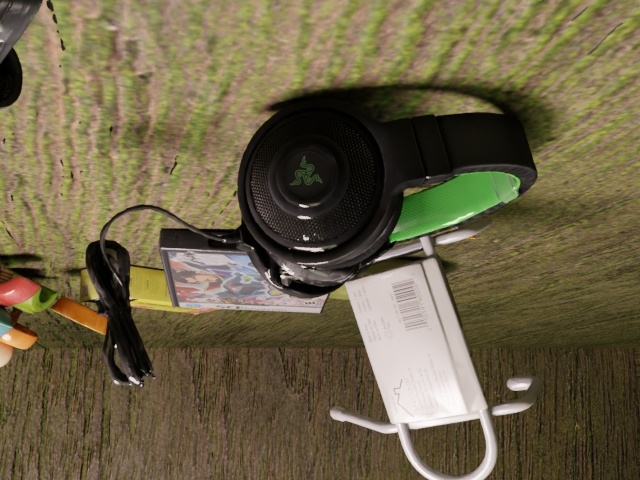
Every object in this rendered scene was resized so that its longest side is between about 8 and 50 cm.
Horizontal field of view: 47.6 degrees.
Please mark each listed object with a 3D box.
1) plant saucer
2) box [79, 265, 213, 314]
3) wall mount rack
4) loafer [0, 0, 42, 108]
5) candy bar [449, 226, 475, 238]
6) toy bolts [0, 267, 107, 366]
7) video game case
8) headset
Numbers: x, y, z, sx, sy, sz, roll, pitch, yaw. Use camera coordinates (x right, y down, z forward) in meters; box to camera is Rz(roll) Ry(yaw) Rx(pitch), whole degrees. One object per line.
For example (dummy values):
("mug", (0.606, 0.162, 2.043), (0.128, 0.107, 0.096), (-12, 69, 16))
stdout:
("plant saucer", (0.099, 0.067, 1.243), (0.241, 0.037, 0.241), (-2, 167, 0))
("box", (-0.284, 0.085, 1.238), (0.087, 0.058, 0.232), (-14, 162, 41))
("wall mount rack", (0.086, 0.115, 0.877), (0.304, 0.350, 0.130), (-17, -178, 28))
("loafer", (-0.222, -0.097, 0.434), (0.078, 0.076, 0.223), (15, 157, -28))
("candy bar", (0.181, -0.026, 0.901), (0.040, 0.018, 0.161), (-2, 166, 6))
("toy bolts", (-0.469, 0.143, 1.129), (0.218, 0.158, 0.228), (23, 168, 12))
("video game case", (-0.104, 0.053, 1.081), (0.248, 0.035, 0.275), (3, 159, -6))
("headset", (0.000, 0.000, 0.632), (0.394, 0.185, 0.243), (-11, 168, -8))
